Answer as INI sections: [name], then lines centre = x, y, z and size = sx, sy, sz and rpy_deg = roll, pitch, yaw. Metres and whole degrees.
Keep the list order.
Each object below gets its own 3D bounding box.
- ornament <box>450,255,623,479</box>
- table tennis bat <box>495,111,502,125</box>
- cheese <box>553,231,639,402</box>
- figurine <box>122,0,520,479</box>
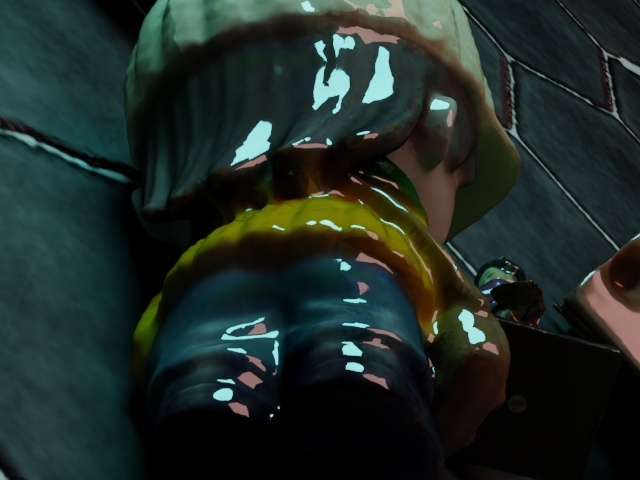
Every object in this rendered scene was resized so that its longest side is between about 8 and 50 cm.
[ornament]
centre = 0.096, 0.055, 1.022
size = 0.081, 0.088, 0.203
rpy_deg = 14, 17, -8
[table tennis bat]
centre = -0.034, -0.172, 1.116
size = 0.268, 0.051, 0.414
rpy_deg = 16, 25, -51
[cheese]
centre = 0.244, 0.022, 1.097
size = 0.128, 0.177, 0.203
rpy_deg = 48, 1, 10
[figurine]
centre = -0.008, -0.021, 0.834
size = 0.332, 0.185, 0.204
rpy_deg = -76, 153, -68
